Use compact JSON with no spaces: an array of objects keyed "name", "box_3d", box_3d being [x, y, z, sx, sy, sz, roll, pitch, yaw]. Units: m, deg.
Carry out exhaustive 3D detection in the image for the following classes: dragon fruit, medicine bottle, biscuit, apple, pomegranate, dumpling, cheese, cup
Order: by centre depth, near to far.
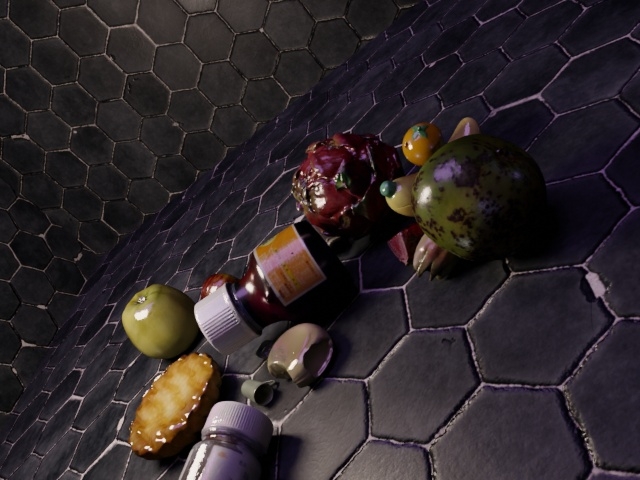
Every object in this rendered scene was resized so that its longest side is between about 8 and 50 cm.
[{"name":"pomegranate","box_3d":[0.309,-0.049,1.215,0.285,0.285,0.341,-82,14,-52]},{"name":"medicine bottle","box_3d":[-0.209,0.498,1.217,0.165,0.165,0.273,-23,32,38]},{"name":"dragon fruit","box_3d":[0.232,0.011,1.397,0.102,0.096,0.147,-34,-5,0]},{"name":"cheese","box_3d":[-0.081,0.286,1.448,0.286,0.082,0.163,-12,39,53]},{"name":"cup","box_3d":[-0.157,0.374,1.451,0.083,0.054,0.075,-3,49,58]},{"name":"medicine bottle","box_3d":[-0.132,0.135,1.507,0.395,0.242,0.242,-34,25,-2]},{"name":"dragon fruit","box_3d":[0.089,-0.153,1.606,0.329,0.329,0.329,-34,27,21]},{"name":"biscuit","box_3d":[-0.399,0.468,1.614,0.326,0.107,0.326,-31,31,22]},{"name":"dumpling","box_3d":[0.000,0.000,1.737,0.127,0.108,0.188,-25,22,-15]},{"name":"apple","box_3d":[-0.543,0.277,1.972,0.262,0.262,0.262,-34,27,21]}]

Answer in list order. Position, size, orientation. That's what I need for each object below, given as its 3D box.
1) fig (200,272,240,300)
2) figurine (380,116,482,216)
[{"name":"fig","box_3d":[-0.331,0.188,1.878,0.202,0.148,0.149,-40,24,14]},{"name":"figurine","box_3d":[0.286,-0.199,1.461,0.324,0.222,0.124,-50,23,-10]}]
